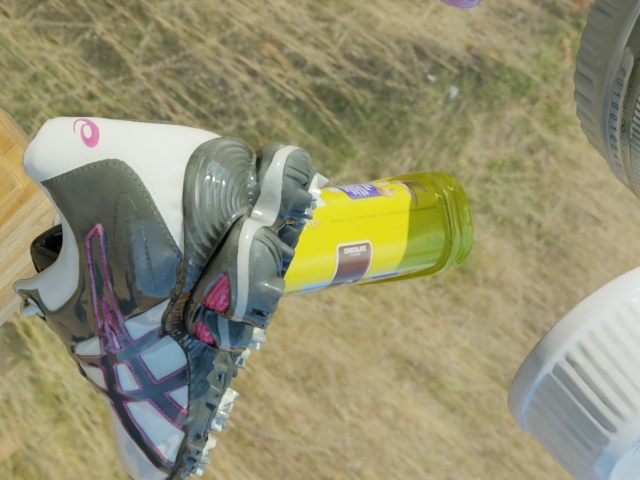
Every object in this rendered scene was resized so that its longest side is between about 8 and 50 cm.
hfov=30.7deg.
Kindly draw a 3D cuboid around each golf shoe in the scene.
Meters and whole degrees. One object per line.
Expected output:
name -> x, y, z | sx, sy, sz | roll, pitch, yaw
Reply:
golf shoe -> -0.084, 0.033, 0.570 | 0.273, 0.120, 0.105 | 112, -4, -51

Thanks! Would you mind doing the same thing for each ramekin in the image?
ramekin -> 0.272, 0.125, 0.986 | 0.207, 0.109, 0.207 | -24, 145, -18

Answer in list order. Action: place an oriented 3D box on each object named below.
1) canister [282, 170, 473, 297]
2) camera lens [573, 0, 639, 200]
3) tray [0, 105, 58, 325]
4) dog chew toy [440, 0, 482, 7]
canister -> 0.000, 0.000, 0.783 | 0.170, 0.126, 0.073 | -8, 88, -41
camera lens -> 0.299, -0.061, 0.624 | 0.219, 0.274, 0.219 | -19, 131, -23
tray -> -0.384, 0.065, 0.942 | 0.411, 0.203, 0.076 | -46, 139, 0
dog chew toy -> 0.154, -0.360, 0.994 | 0.206, 0.206, 0.332 | -21, 135, -41
